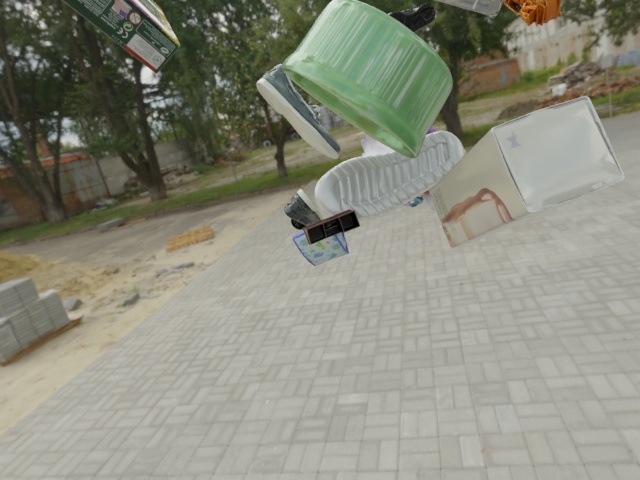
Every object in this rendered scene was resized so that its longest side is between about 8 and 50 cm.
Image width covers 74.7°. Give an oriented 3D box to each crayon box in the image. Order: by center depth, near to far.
[{"bbox_3d":[-0.535,-0.608,0.991,0.106,0.363,0.313,-43,49,12],"label":"crayon box"}]

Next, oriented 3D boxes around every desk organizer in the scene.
[{"bbox_3d":[0.027,-0.032,1.024,0.130,0.047,0.050,-22,8,-8],"label":"desk organizer"}]

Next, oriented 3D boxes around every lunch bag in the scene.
[{"bbox_3d":[0.000,0.000,1.285,0.128,0.096,0.151,-23,-30,14],"label":"lunch bag"}]

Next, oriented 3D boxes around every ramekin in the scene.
[{"bbox_3d":[0.093,-0.298,0.779,0.148,0.303,0.303,-57,12,11],"label":"ramekin"}]

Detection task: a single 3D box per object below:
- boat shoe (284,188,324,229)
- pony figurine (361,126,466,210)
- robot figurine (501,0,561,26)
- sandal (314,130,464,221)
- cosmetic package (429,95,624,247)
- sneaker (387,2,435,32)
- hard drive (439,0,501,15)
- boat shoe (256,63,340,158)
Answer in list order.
[{"bbox_3d":[-0.062,-0.091,1.554,0.113,0.127,0.340,-41,-6,0],"label":"boat shoe"},{"bbox_3d":[0.305,-0.250,1.322,0.363,0.351,0.303,9,-33,-25],"label":"pony figurine"},{"bbox_3d":[0.342,-0.535,0.758,0.085,0.211,0.291,-23,60,5],"label":"robot figurine"},{"bbox_3d":[0.188,-0.156,1.121,0.415,0.170,0.102,-20,-7,-3],"label":"sandal"},{"bbox_3d":[0.306,-0.089,0.688,0.153,0.129,0.296,-19,-9,-3],"label":"cosmetic package"},{"bbox_3d":[0.156,-0.419,0.819,0.170,0.051,0.089,-32,22,-24],"label":"sneaker"},{"bbox_3d":[0.311,-0.711,1.021,0.338,0.237,0.064,23,65,11],"label":"hard drive"},{"bbox_3d":[-0.041,-0.374,1.232,0.099,0.319,0.116,-52,21,-9],"label":"boat shoe"}]
